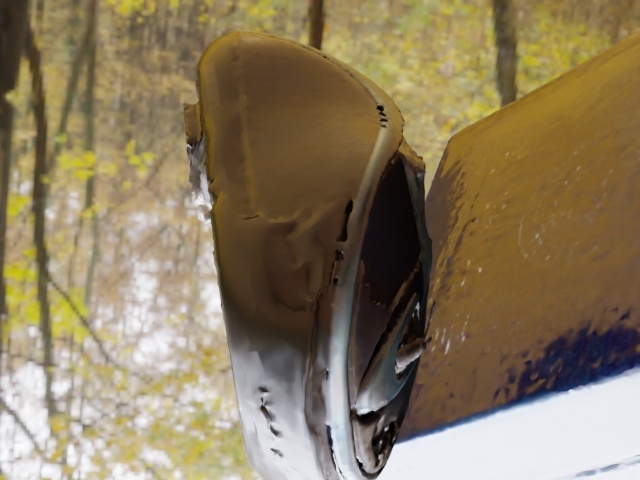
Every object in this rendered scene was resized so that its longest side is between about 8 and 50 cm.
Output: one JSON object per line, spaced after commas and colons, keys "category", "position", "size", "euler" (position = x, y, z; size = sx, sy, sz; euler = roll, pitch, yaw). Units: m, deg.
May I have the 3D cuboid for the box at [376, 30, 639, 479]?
{"category": "box", "position": [0.157, 0.012, 0.639], "size": [0.116, 0.261, 0.279], "euler": [38, 142, -20]}

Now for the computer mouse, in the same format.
{"category": "computer mouse", "position": [0.000, 0.000, 0.512], "size": [0.096, 0.137, 0.233], "euler": [-13, -141, -1]}
